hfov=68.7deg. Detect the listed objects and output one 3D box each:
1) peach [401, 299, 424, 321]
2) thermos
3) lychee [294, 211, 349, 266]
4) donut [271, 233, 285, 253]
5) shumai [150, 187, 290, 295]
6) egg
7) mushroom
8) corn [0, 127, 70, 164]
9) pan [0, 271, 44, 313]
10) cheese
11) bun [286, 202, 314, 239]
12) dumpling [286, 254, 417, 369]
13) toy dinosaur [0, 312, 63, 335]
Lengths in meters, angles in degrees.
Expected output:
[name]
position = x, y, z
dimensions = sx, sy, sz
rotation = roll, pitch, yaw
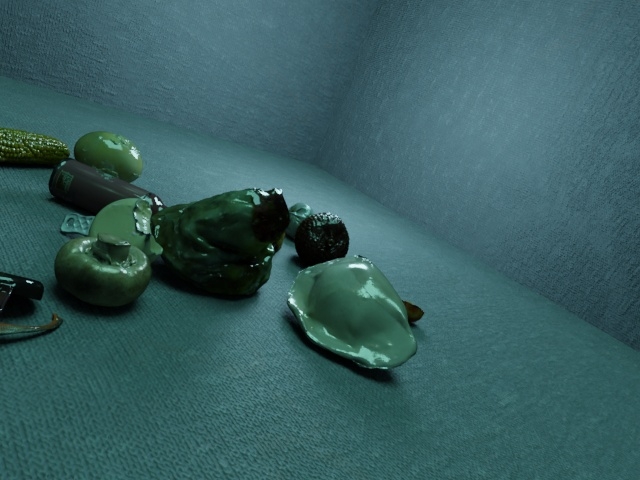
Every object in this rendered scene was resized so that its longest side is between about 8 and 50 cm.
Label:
[peach]
position = 0.261, 0.213, 1.411
dimensions = 0.098, 0.062, 0.098
rotation = 29, -7, 4
[thermos]
position = -0.523, -0.096, 1.235
dimensions = 0.330, 0.110, 0.136
rotation = 23, -26, -1
[lychee]
position = 0.001, 0.003, 1.528
dimensions = 0.194, 0.195, 0.194
rotation = 22, 15, -6
[donut]
position = -0.174, -0.027, 1.435
dimensions = 0.112, 0.151, 0.295
rotation = 13, 16, 1
[shumai]
position = -0.210, -0.046, 1.107
dimensions = 0.304, 0.263, 0.309
rotation = 50, 27, 14
[egg]
position = -0.655, -0.252, 1.453
dimensions = 0.201, 0.164, 0.164
rotation = 22, 15, -19
[mushroom]
position = -0.398, 0.048, 0.871
dimensions = 0.166, 0.127, 0.166
rotation = 26, 9, -4
[corn]
position = -0.846, -0.263, 1.315
dimensions = 0.101, 0.102, 0.313
rotation = 27, 15, 13
[pan]
position = -0.477, 0.071, 0.701
dimensions = 0.114, 0.040, 0.212
rotation = 21, -6, -30
[cheese]
position = -0.463, -0.006, 1.019
dimensions = 0.248, 0.164, 0.071
rotation = -10, -25, 10
[bun]
position = -0.089, -0.076, 1.723
dimensions = 0.083, 0.141, 0.141
rotation = 20, 14, -35
[dumpling]
position = 0.061, 0.165, 1.117
dimensions = 0.259, 0.181, 0.341
rotation = -11, 63, -18
[toy dinosaur]
position = -0.496, 0.114, 0.650
dimensions = 0.101, 0.055, 0.279
rotation = 38, 17, 15
